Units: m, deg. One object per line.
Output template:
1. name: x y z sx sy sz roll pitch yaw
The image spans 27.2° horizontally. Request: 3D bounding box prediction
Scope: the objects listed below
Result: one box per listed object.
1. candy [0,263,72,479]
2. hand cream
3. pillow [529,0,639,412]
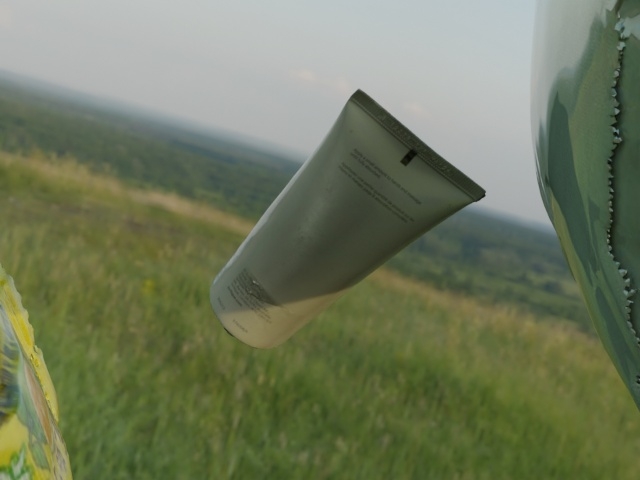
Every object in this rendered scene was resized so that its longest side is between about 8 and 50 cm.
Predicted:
1. candy: -0.225 0.130 0.905 0.081 0.187 0.297 -13 31 7
2. hand cream: 0.000 0.000 0.731 0.087 0.186 0.054 39 38 -10
3. pillow: 0.142 -0.090 0.483 0.119 0.312 0.310 5 17 -1
